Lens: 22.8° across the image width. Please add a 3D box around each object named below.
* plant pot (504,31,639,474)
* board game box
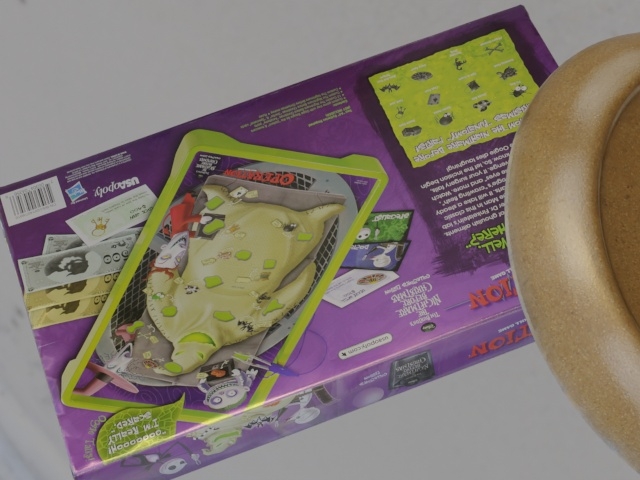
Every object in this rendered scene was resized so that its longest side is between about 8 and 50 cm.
[{"bbox_3d":[0.190,0.007,0.712,0.236,0.236,0.032,54,146,2],"label":"plant pot"},{"bbox_3d":[0.000,0.000,0.921,0.056,0.347,0.208,77,172,-51],"label":"board game box"}]
